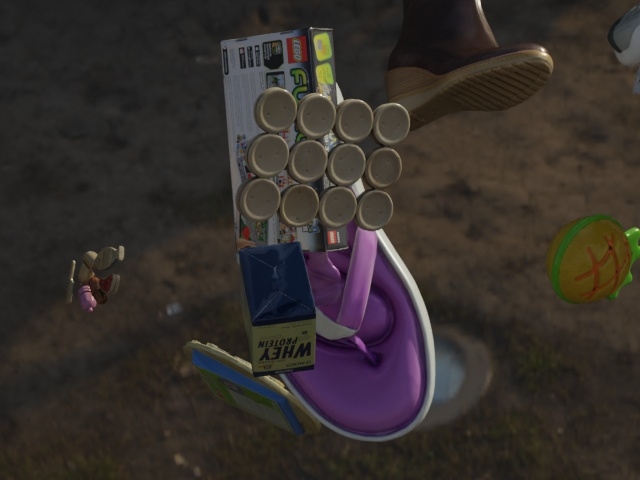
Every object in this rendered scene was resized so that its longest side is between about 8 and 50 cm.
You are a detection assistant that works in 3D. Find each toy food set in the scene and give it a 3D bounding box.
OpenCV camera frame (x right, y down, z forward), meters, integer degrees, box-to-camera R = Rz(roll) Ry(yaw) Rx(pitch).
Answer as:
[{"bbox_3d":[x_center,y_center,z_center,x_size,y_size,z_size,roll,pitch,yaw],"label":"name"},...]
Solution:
[{"bbox_3d":[-0.272,0.049,1.686,0.122,0.019,0.078,-7,74,52],"label":"toy food set"}]

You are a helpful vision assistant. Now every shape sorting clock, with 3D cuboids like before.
[{"bbox_3d":[-0.087,0.188,1.775,0.206,0.206,0.040,18,69,28],"label":"shape sorting clock"}]

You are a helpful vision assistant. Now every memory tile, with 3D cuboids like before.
[{"bbox_3d":[0.003,-0.065,1.140,0.148,0.113,0.012,4,10,-31],"label":"memory tile"}]

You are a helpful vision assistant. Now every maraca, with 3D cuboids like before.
[{"bbox_3d":[0.371,0.027,1.848,0.186,0.127,0.099,7,19,-45],"label":"maraca"}]

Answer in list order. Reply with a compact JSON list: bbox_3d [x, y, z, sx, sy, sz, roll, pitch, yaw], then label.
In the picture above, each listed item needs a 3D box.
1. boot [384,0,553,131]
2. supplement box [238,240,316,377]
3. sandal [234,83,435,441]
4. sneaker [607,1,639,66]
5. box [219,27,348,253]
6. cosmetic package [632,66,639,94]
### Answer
[{"bbox_3d":[0.177,-0.252,1.664,0.248,0.090,0.206,-16,56,43],"label":"boot"},{"bbox_3d":[-0.038,0.061,1.209,0.056,0.083,0.083,-7,50,-7],"label":"supplement box"},{"bbox_3d":[-0.014,0.006,1.377,0.169,0.102,0.416,-22,80,13],"label":"sandal"},{"bbox_3d":[0.390,-0.188,1.237,0.297,0.111,0.129,-14,84,-25],"label":"sneaker"},{"bbox_3d":[-0.035,-0.091,1.305,0.114,0.207,0.036,-1,4,38],"label":"box"},{"bbox_3d":[0.590,-0.183,1.718,0.284,0.097,0.377,11,7,-9],"label":"cosmetic package"}]
